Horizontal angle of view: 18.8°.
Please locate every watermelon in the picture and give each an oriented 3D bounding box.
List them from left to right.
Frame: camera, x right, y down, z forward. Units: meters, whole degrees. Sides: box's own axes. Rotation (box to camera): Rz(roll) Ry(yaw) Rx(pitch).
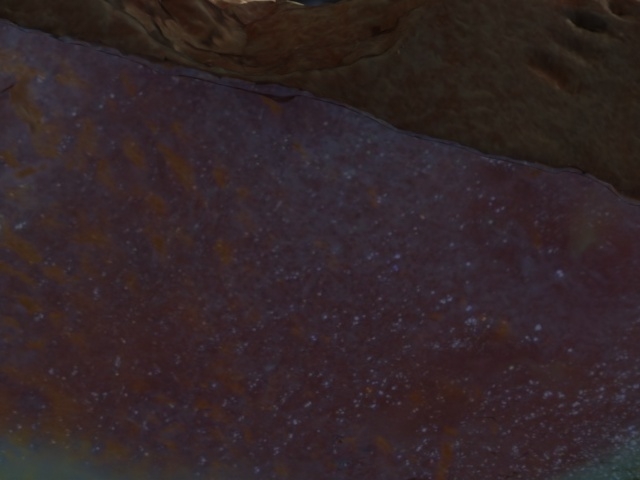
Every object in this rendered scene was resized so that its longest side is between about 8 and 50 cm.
[{"bbox_3d":[0.000,0.000,0.504,0.318,0.226,0.148,0,-126,23],"label":"watermelon"}]
